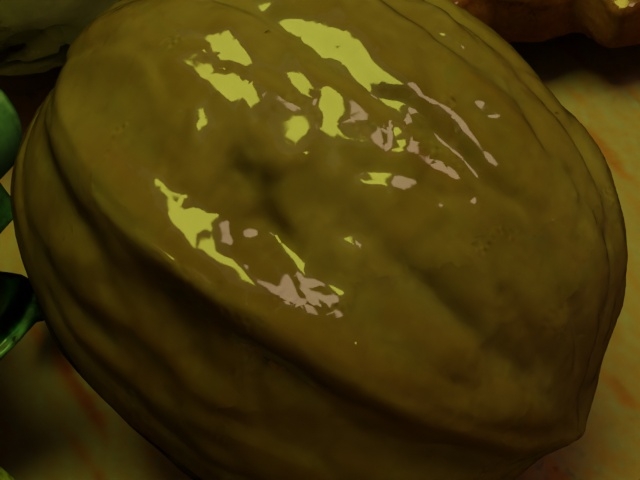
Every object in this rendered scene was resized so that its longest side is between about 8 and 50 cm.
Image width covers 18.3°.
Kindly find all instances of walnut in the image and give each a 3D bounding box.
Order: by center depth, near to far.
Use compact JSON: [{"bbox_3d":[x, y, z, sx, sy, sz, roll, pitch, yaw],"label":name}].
[{"bbox_3d":[0.000,0.000,0.802,0.261,0.225,0.225,36,56,13],"label":"walnut"}]

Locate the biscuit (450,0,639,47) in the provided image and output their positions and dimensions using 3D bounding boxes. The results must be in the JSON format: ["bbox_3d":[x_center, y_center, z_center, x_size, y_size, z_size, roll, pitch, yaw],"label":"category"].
[{"bbox_3d":[0.103,-0.189,1.111,0.284,0.043,0.306,-19,37,-22],"label":"biscuit"}]

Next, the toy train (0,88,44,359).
[{"bbox_3d":[-0.291,0.069,0.823,0.253,0.160,0.397,-6,35,43],"label":"toy train"}]

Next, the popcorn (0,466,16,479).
[{"bbox_3d":[-0.153,0.120,0.838,0.059,0.068,0.083,-5,-1,-42],"label":"popcorn"}]

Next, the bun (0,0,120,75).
[{"bbox_3d":[-0.148,-0.168,1.075,0.259,0.152,0.259,-9,4,1],"label":"bun"}]
